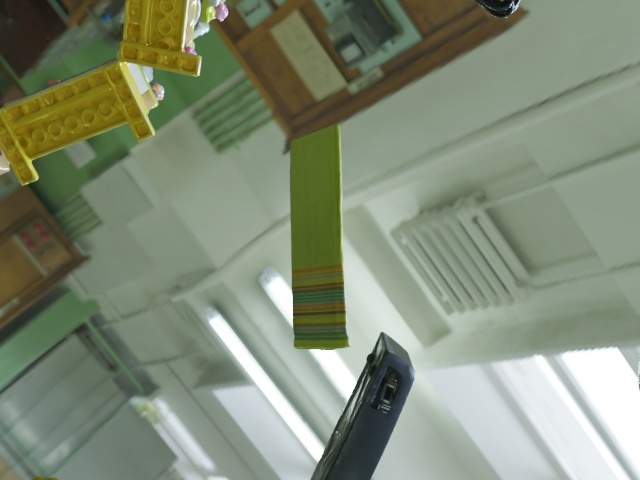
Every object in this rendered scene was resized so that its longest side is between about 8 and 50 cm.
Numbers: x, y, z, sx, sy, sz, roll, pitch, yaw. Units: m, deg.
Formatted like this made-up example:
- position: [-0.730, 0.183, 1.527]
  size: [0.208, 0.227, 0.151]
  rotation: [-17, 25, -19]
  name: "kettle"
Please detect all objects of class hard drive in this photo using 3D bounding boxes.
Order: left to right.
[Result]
- position: [0.040, 0.240, 1.116]
  size: [0.172, 0.054, 0.254]
  rotation: [-52, 167, -87]
  name: "hard drive"

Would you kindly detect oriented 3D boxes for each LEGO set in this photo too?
- position: [-0.128, -0.130, 0.573]
  size: [0.287, 0.132, 0.107]
  rotation: [-55, -174, 24]
  name: "LEGO set"

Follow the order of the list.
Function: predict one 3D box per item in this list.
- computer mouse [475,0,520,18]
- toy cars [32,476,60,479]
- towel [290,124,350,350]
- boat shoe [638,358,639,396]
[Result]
- position: [0.138, -0.271, 0.706]
  size: [0.042, 0.106, 0.193]
  rotation: [-48, 167, -47]
  name: "computer mouse"
- position: [-0.242, 0.354, 1.050]
  size: [0.087, 0.176, 0.394]
  rotation: [-8, 175, -29]
  name: "toy cars"
- position: [0.000, 0.000, 1.019]
  size: [0.021, 0.237, 0.102]
  rotation: [1, 174, -32]
  name: "towel"
- position: [0.212, 0.007, 0.442]
  size: [0.092, 0.285, 0.103]
  rotation: [17, -132, 28]
  name: "boat shoe"
